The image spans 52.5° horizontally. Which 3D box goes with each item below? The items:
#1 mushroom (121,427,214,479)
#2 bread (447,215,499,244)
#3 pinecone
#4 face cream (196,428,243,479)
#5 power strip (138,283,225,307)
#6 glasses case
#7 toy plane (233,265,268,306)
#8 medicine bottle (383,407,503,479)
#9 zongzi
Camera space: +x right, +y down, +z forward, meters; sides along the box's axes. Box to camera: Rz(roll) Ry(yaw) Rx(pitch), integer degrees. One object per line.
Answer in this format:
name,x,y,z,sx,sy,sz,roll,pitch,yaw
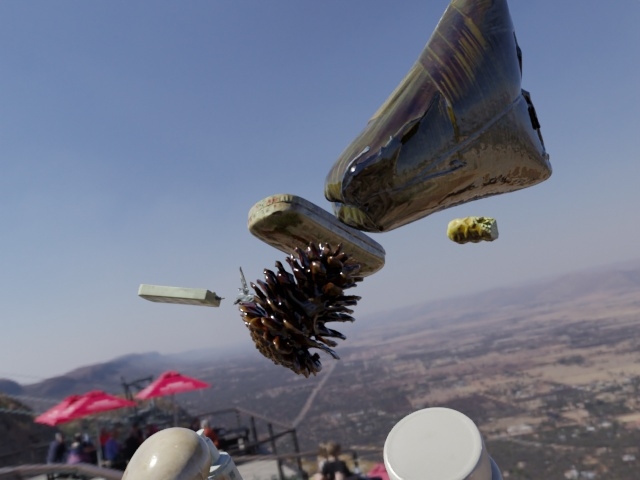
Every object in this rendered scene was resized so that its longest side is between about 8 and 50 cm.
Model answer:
mushroom,-0.271,0.466,1.233,0.204,0.204,0.204,-11,-7,-1
bread,0.337,-0.024,1.456,0.110,0.060,0.066,-5,-32,32
pinecone,-0.029,0.131,1.355,0.292,0.246,0.246,-56,0,0
face cream,-0.270,0.613,1.708,0.101,0.251,0.101,-25,10,5
power strip,-0.331,0.134,1.547,0.227,0.029,0.080,2,-20,19
glasses case,0.000,0.000,1.603,0.157,0.098,0.425,-21,-33,34
toy plane,-0.204,0.174,1.965,0.226,0.225,0.058,-13,21,48
medicine bottle,0.242,0.488,1.207,0.208,0.339,0.208,-15,32,9
zongzi,0.164,-0.250,1.045,0.404,0.431,0.208,-19,18,-26
